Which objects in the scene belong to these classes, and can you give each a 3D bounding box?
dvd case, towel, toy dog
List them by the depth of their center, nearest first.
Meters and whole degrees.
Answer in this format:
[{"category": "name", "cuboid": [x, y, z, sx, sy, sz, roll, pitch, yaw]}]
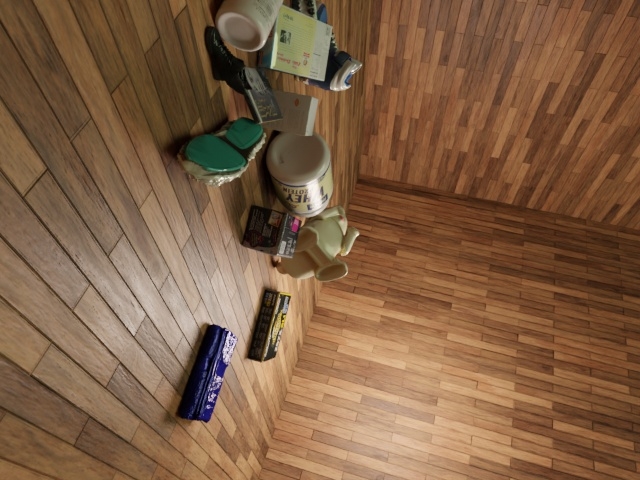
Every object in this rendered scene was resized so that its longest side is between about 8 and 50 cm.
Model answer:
[{"category": "dvd case", "cuboid": [-0.179, -0.432, 1.423, 0.164, 0.018, 0.221, 68, 19, -11]}, {"category": "towel", "cuboid": [-0.360, 0.452, 1.610, 0.227, 0.076, 0.308, 77, 28, -67]}, {"category": "toy dog", "cuboid": [0.000, 0.000, 2.244, 0.395, 0.284, 0.408, -40, -167, 37]}]

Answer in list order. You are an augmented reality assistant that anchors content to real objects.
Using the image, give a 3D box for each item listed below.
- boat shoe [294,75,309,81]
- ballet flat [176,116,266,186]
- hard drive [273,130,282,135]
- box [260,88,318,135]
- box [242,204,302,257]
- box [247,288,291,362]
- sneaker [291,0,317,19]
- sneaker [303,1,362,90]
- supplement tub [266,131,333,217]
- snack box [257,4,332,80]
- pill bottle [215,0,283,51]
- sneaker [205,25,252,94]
[{"category": "boat shoe", "cuboid": [-0.054, -0.708, 1.871, 0.064, 0.060, 0.178, -21, 123, -78]}, {"category": "ballet flat", "cuboid": [-0.252, -0.208, 1.245, 0.409, 0.147, 0.147, -59, 160, -61]}, {"category": "hard drive", "cuboid": [-0.143, -0.439, 1.832, 0.135, 0.022, 0.094, -12, 115, -79]}, {"category": "box", "cuboid": [-0.108, -0.430, 1.613, 0.091, 0.170, 0.130, -42, 145, -73]}, {"category": "box", "cuboid": [-0.179, -0.027, 1.817, 0.247, 0.142, 0.163, 24, 81, -79]}, {"category": "box", "cuboid": [-0.232, 0.395, 2.247, 0.257, 0.079, 0.322, 53, 50, -79]}, {"category": "sneaker", "cuboid": [-0.045, -0.780, 1.736, 0.275, 0.107, 0.110, 92, 6, -48]}, {"category": "sneaker", "cuboid": [0.062, -0.768, 1.926, 0.130, 0.236, 0.322, -51, 152, -69]}, {"category": "supplement tub", "cuboid": [-0.072, -0.249, 1.853, 0.325, 0.235, 0.235, 79, 26, -66]}, {"category": "snack box", "cuboid": [-0.076, -0.640, 1.573, 0.322, 0.060, 0.187, -17, 121, -57]}, {"category": "pill bottle", "cuboid": [-0.164, -0.602, 1.198, 0.131, 0.131, 0.229, 81, 24, -65]}, {"category": "sneaker", "cuboid": [-0.224, -0.443, 1.187, 0.170, 0.089, 0.051, 90, 16, -53]}]
